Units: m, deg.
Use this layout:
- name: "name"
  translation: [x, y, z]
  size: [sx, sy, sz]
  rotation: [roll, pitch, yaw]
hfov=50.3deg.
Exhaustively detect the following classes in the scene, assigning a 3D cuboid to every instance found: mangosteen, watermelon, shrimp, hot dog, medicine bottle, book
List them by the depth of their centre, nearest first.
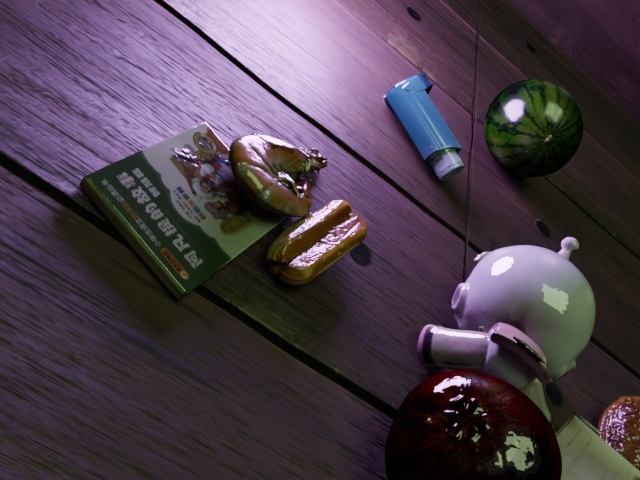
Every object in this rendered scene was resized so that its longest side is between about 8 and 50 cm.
- name: "mangosteen"
  translation: [0.203, 0.312, 0.936]
  size: [0.262, 0.235, 0.236]
  rotation: [74, 16, -44]
- name: "book"
  translation: [-0.183, -0.055, 0.978]
  size: [0.202, 0.027, 0.264]
  rotation: [50, 38, 0]
- name: "hot dog"
  translation: [0.000, 0.000, 1.083]
  size: [0.092, 0.062, 0.235]
  rotation: [53, 41, 6]
- name: "shrimp"
  translation: [-0.045, -0.102, 1.100]
  size: [0.152, 0.063, 0.287]
  rotation: [55, 27, 14]
- name: "hot dog"
  translation: [0.610, 0.409, 1.304]
  size: [0.160, 0.099, 0.227]
  rotation: [43, 40, -8]
- name: "medicine bottle"
  translation: [0.235, -0.255, 1.507]
  size: [0.124, 0.079, 0.258]
  rotation: [-10, 67, -48]
- name: "watermelon"
  translation: [0.523, -0.275, 1.677]
  size: [0.242, 0.242, 0.242]
  rotation: [25, 44, -27]

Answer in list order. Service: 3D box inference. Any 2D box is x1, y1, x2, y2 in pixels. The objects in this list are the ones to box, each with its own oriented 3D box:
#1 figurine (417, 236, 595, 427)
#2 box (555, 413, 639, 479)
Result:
- name: "figurine"
  translation: [0.352, 0.153, 1.176]
  size: [0.253, 0.211, 0.361]
  rotation: [49, 39, -1]
- name: "box"
  translation: [0.437, 0.422, 1.066]
  size: [0.251, 0.106, 0.203]
  rotation: [41, 33, 24]
